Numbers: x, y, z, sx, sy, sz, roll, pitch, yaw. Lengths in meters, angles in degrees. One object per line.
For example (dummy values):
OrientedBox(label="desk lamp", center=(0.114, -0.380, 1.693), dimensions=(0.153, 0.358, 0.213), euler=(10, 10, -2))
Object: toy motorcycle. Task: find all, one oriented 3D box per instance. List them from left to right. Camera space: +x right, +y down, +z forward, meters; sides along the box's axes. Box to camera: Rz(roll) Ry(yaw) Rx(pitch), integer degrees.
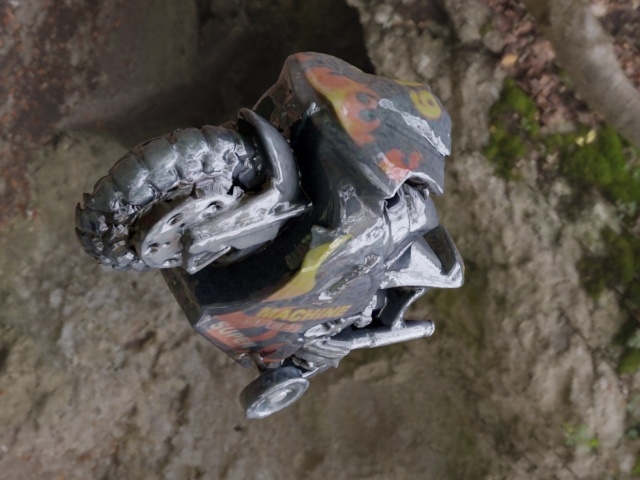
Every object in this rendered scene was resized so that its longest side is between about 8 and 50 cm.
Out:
OrientedBox(label="toy motorcycle", center=(0.000, 0.000, 0.492), dimensions=(0.173, 0.108, 0.307), euler=(-34, 156, 2))
